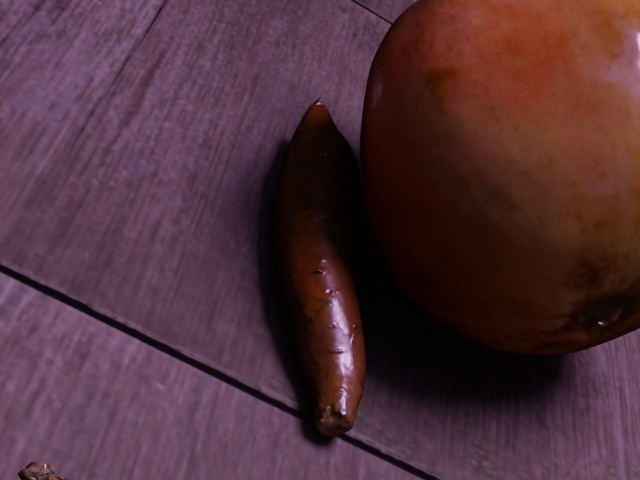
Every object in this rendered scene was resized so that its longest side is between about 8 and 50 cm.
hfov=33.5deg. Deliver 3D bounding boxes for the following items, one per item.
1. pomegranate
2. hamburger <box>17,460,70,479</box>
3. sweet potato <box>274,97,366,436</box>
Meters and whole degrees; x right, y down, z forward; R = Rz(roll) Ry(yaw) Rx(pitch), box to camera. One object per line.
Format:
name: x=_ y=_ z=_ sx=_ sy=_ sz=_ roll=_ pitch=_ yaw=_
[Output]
pomegranate: x=0.134 y=-0.069 z=0.667 sx=0.252 sy=0.229 sz=0.271 roll=32 pitch=36 yaw=-57
hamburger: x=-0.070 y=0.160 z=0.371 sx=0.102 sy=0.087 sz=0.176 roll=17 pitch=36 yaw=-19
sweet potato: x=-0.002 y=0.000 z=0.647 sx=0.057 sy=0.057 sz=0.265 roll=21 pitch=42 yaw=-20
